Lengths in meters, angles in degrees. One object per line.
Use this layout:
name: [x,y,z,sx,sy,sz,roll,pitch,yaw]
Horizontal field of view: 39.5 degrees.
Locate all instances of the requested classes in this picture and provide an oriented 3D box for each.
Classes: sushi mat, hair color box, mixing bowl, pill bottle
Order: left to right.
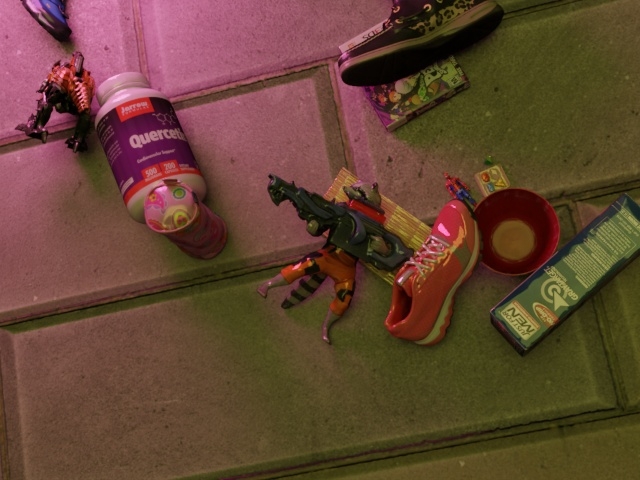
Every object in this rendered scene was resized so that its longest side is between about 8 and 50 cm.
pill bottle: [-0.390,-0.210,1.995,0.181,0.181,0.323,-27,74,5]
sushi mat: [0.128,-0.013,1.928,0.316,0.019,0.151,36,88,17]
mixing bowl: [0.396,-0.010,1.830,0.181,0.098,0.181,-2,78,11]
hair color box: [0.494,0.073,1.752,0.347,0.174,0.105,-42,73,0]

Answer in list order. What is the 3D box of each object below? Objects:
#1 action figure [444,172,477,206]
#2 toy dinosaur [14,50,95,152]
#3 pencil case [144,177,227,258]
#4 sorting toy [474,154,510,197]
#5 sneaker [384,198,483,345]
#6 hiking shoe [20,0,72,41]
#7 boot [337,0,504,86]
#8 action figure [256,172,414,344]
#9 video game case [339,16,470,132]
action figure: [0.302,-0.101,1.908,0.038,0.030,0.115,-39,71,6]
toy dinosaur: [-0.584,-0.326,2.031,0.164,0.322,0.218,20,98,-11]
pencil case: [-0.280,-0.042,1.881,0.124,0.284,0.124,-2,76,8]
sorting toy: [0.363,-0.140,1.911,0.062,0.012,0.083,-25,74,6]
sneaker: [0.220,0.065,1.778,0.116,0.136,0.313,30,106,50]
hiking shoe: [-0.673,-0.628,2.183,0.132,0.113,0.304,-32,73,4]
boot: [0.170,-0.515,1.926,0.377,0.138,0.284,-25,74,-3]
action figure: [0.000,0.000,1.861,0.341,0.178,0.330,37,87,-8]
video game case: [0.185,-0.389,1.988,0.210,0.042,0.232,-29,73,3]
